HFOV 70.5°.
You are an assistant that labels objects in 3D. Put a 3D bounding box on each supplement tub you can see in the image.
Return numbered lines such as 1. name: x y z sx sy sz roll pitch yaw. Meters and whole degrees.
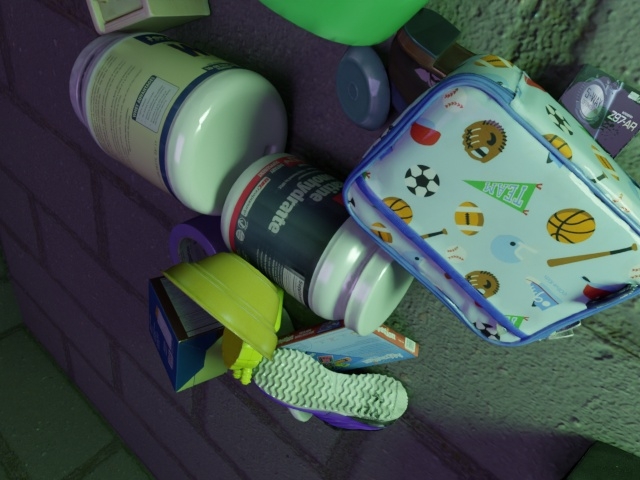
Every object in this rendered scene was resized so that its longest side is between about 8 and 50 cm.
1. supplement tub: -0.243 -0.208 0.768 0.324 0.235 0.236 31 130 26
2. supplement tub: 0.000 0.000 0.697 0.272 0.191 0.191 32 130 25

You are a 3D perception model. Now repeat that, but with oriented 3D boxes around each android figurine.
1. android figurine: -0.134 0.131 0.871 0.248 0.056 0.273 162 118 -64

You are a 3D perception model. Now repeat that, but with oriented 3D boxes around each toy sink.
1. toy sink: -0.328 -0.448 0.787 0.234 0.131 0.153 9 118 39

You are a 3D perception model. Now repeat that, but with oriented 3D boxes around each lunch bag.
1. lunch bag: 0.186 -0.021 0.496 0.303 0.115 0.243 44 132 -4

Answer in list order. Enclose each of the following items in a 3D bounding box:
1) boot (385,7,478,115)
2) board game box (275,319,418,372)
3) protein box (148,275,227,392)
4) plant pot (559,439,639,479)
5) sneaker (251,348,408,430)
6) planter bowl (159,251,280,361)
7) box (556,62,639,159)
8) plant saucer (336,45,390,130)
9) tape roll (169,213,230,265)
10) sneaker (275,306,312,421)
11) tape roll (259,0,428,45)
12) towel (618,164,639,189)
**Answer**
1. boot: 0.166 -0.170 0.559 0.219 0.082 0.106 49 158 3
2. board game box: 0.028 0.200 0.846 0.145 0.027 0.281 33 142 -25
3. protein box: -0.320 0.211 1.101 0.201 0.135 0.200 50 139 35
4. plant pot: 0.382 0.387 0.587 0.167 0.188 0.188 39 134 35
5. sneaker: 0.007 0.307 0.872 0.293 0.102 0.146 15 140 5
6. planter bowl: -0.128 0.081 0.689 0.217 0.090 0.217 37 167 10
7. box: 0.293 -0.134 0.475 0.083 0.018 0.067 41 120 18
8. plant saucer: 0.052 -0.208 0.625 0.119 0.021 0.119 51 153 38
9. tape roll: -0.250 0.037 1.022 0.189 0.080 0.189 22 126 33
10. sneaker: -0.102 0.276 1.009 0.151 0.094 0.256 -23 87 40
11. tape roll: -0.010 -0.342 0.422 0.077 0.321 0.321 -30 91 45
12. towel: 0.326 -0.036 0.503 0.119 0.029 0.067 48 135 10
